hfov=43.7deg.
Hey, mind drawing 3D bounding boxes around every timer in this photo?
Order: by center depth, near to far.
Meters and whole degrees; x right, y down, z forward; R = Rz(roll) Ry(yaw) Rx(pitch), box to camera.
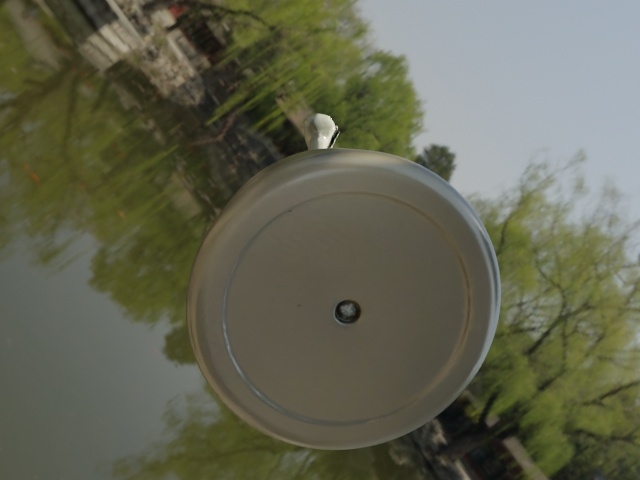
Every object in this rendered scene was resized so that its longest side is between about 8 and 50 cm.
[{"bbox_3d":[0.000,0.000,0.556,0.175,0.175,0.266,54,5,-18],"label":"timer"}]
